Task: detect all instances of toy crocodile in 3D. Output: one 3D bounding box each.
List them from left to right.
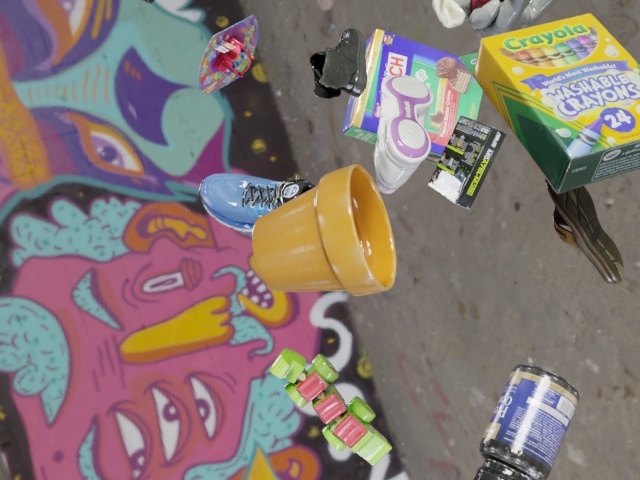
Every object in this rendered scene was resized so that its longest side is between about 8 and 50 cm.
[{"bbox_3d":[0.024,0.366,1.561,0.340,0.115,0.105,49,-177,-9],"label":"toy crocodile"}]

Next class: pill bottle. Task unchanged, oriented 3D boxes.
[{"bbox_3d":[0.346,0.334,1.212,0.122,0.219,0.123,27,161,10],"label":"pill bottle"}]

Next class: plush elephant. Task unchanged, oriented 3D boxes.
[{"bbox_3d":[0.485,-0.686,2.041,0.255,0.271,0.330,52,139,15],"label":"plush elephant"}]

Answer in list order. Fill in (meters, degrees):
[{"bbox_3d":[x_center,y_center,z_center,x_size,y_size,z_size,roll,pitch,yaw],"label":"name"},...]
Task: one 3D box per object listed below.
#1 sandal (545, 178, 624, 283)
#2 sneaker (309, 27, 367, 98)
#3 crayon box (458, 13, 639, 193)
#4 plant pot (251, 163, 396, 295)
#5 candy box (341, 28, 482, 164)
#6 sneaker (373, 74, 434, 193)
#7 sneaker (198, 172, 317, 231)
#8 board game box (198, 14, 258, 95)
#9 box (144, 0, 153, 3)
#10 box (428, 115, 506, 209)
[{"bbox_3d":[0.428,-0.020,1.181,0.060,0.090,0.219,-27,99,47],"label":"sandal"},{"bbox_3d":[0.024,-0.280,1.102,0.051,0.089,0.170,-47,38,45],"label":"sneaker"},{"bbox_3d":[0.378,-0.236,1.094,0.083,0.203,0.323,89,161,-53],"label":"crayon box"},{"bbox_3d":[0.000,0.000,1.146,0.205,0.187,0.205,-14,-90,-70],"label":"plant pot"},{"bbox_3d":[0.242,-0.360,1.827,0.122,0.317,0.268,153,131,-77],"label":"candy box"},{"bbox_3d":[0.149,-0.222,1.424,0.305,0.114,0.152,-77,10,-45],"label":"sneaker"},{"bbox_3d":[-0.083,-0.086,1.450,0.147,0.329,0.130,110,171,-66],"label":"sneaker"},{"bbox_3d":[-0.155,-0.330,1.299,0.033,0.168,0.133,34,138,15],"label":"board game box"},{"bbox_3d":[-0.414,-0.550,1.338,0.220,0.051,0.175,34,172,35],"label":"box"},{"bbox_3d":[0.326,-0.180,1.599,0.191,0.045,0.184,-123,53,-70],"label":"box"}]
